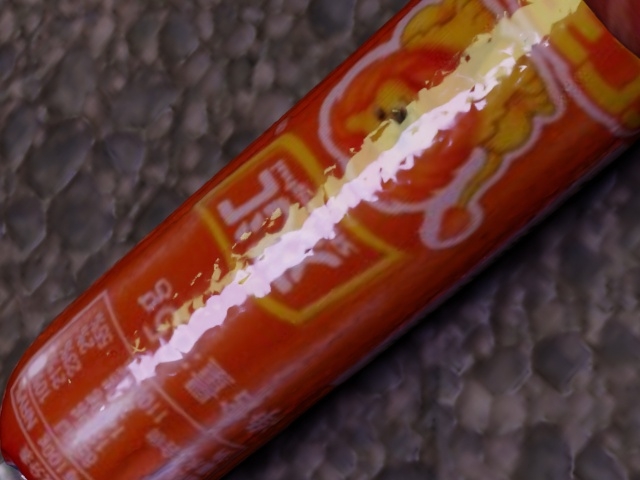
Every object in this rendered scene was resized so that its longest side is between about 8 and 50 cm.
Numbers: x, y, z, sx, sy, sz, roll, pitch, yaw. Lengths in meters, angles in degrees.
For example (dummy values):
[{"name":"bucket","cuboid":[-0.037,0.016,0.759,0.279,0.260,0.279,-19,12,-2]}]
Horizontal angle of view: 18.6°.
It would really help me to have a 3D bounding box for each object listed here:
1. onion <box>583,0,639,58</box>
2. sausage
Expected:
[{"name":"onion","cuboid":[0.155,-0.091,0.453,0.230,0.163,0.230,-3,54,5]},{"name":"sausage","cuboid":[0.000,0.000,0.564,0.274,0.074,0.074,-41,57,16]}]
